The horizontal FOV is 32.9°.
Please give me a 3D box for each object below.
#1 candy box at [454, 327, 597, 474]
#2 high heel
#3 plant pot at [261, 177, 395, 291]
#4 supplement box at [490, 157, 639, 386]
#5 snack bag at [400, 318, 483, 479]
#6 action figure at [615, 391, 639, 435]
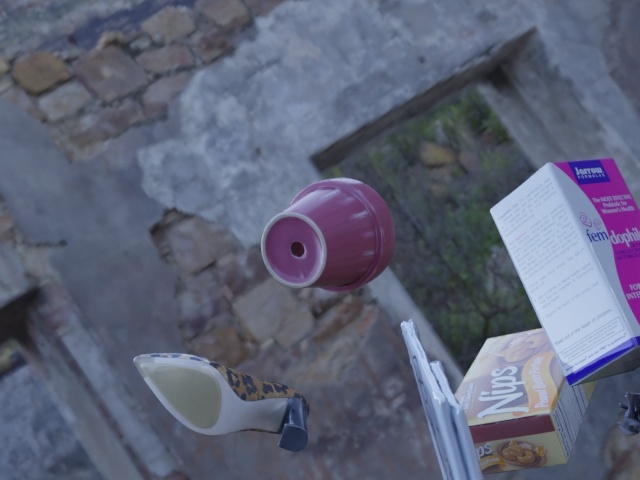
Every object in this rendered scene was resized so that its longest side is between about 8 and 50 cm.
[{"bbox_3d":[0.309,0.236,1.653,0.183,0.088,0.316,-15,14,29],"label":"candy box"},{"bbox_3d":[-0.137,0.211,1.521,0.093,0.261,0.186,-63,6,5],"label":"high heel"},{"bbox_3d":[0.000,0.000,1.848,0.201,0.201,0.180,-39,-11,31],"label":"plant pot"},{"bbox_3d":[0.297,0.031,1.189,0.111,0.220,0.114,-8,-25,-35],"label":"supplement box"},{"bbox_3d":[0.175,0.290,1.364,0.037,0.323,0.342,-17,11,1],"label":"snack bag"},{"bbox_3d":[0.538,0.241,1.491,0.285,0.099,0.185,-17,-14,40],"label":"action figure"}]
